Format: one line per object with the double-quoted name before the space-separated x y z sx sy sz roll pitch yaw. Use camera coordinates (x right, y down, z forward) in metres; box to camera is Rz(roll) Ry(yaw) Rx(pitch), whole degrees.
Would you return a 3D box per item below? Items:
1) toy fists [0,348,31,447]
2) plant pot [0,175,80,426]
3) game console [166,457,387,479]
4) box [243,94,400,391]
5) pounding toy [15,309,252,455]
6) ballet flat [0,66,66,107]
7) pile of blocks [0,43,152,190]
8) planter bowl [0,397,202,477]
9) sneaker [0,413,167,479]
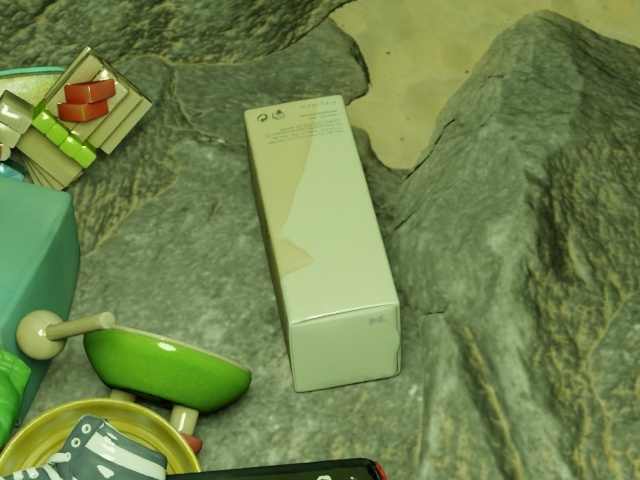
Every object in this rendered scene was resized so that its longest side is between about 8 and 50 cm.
"toy fists" -0.426 0.193 1.495 0.279 0.096 0.142 -11 46 26
"plant pot" -0.363 0.048 1.621 0.166 0.165 0.234 14 48 13
"game console" -0.112 0.384 1.358 0.387 0.060 0.342 -5 66 -2
"box" 0.000 0.000 1.654 0.121 0.148 0.311 -10 51 -5
"pounding toy" -0.191 0.156 1.516 0.183 0.237 0.110 0 70 49
"ballet flat" -0.467 -0.135 1.808 0.349 0.123 0.123 -7 52 -4
"pile of blocks" -0.371 -0.098 1.724 0.362 0.149 0.112 -24 19 -1
"planter bowl" -0.219 0.272 1.463 0.217 0.090 0.217 0 72 -1
"sneaker" -0.275 0.232 1.338 0.282 0.099 0.153 8 71 -4
